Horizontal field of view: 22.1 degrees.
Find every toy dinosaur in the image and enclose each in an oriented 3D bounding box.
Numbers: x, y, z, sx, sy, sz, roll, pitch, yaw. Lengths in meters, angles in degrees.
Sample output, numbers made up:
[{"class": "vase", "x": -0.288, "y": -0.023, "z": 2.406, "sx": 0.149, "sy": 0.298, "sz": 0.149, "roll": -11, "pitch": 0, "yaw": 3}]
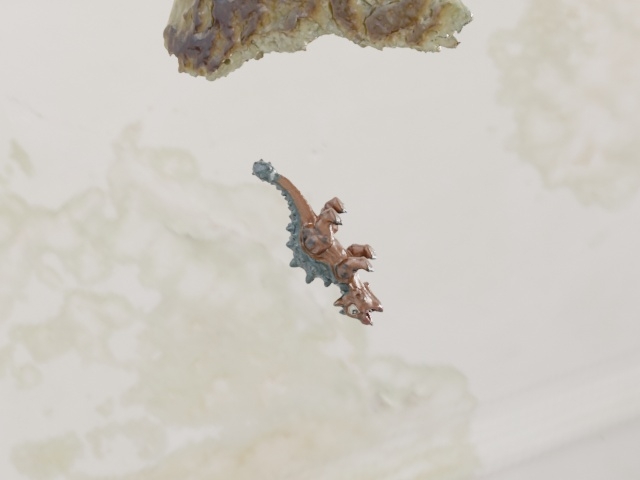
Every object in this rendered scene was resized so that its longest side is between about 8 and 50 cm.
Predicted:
[{"class": "toy dinosaur", "x": 0.000, "y": 0.000, "z": 1.221, "sx": 0.055, "sy": 0.049, "sz": 0.154, "roll": -33, "pitch": -79, "yaw": 19}]

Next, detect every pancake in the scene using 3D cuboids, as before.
[{"class": "pancake", "x": 0.012, "y": -0.196, "z": 1.193, "sx": 0.057, "sy": 0.244, "sz": 0.266, "roll": -7, "pitch": -49, "yaw": -55}]
